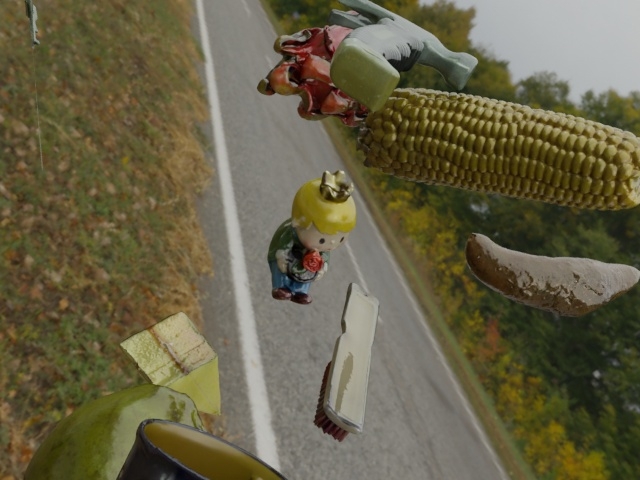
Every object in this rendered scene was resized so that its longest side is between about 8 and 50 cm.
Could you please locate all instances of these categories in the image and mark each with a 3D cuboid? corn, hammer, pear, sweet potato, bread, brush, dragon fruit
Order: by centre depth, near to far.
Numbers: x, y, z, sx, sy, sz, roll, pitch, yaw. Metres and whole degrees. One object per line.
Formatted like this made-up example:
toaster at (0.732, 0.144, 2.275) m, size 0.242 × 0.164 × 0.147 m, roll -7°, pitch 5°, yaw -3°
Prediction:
hammer at (0.060, -0.178, 0.665) m, size 0.159 × 0.041 × 0.226 m, roll 31°, pitch 30°, yaw 5°
corn at (0.184, -0.098, 0.740) m, size 0.305 × 0.106 × 0.106 m, roll 13°, pitch -12°, yaw 28°
brush at (0.040, 0.156, 0.971) m, size 0.060 × 0.050 × 0.321 m, roll 35°, pitch 25°, yaw -7°
sweet potato at (0.388, 0.067, 1.138) m, size 0.342 × 0.092 × 0.114 m, roll 9°, pitch 57°, yaw -18°
pear at (-0.364, 0.453, 1.265) m, size 0.352 × 0.413 × 0.352 m, roll 24°, pitch -20°, yaw 9°
dragon fruit at (0.039, -0.357, 1.486) m, size 0.243 × 0.227 × 0.307 m, roll 17°, pitch 29°, yaw 21°
bread at (-0.334, 0.322, 1.614) m, size 0.168 × 0.163 × 0.264 m, roll 40°, pitch -37°, yaw 33°

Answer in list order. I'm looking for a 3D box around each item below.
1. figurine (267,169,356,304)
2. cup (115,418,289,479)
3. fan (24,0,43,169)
figurine at (-0.013, -0.002, 1.218) m, size 0.127 × 0.234 × 0.185 m, roll 25°, pitch 56°, yaw -23°
cup at (-0.183, 0.316, 0.679) m, size 0.255 × 0.256 × 0.178 m, roll 31°, pitch -8°, yaw -37°
fan at (-0.407, -0.305, 1.007) m, size 0.233 × 0.012 × 0.414 m, roll -179°, pitch -96°, yaw -72°
